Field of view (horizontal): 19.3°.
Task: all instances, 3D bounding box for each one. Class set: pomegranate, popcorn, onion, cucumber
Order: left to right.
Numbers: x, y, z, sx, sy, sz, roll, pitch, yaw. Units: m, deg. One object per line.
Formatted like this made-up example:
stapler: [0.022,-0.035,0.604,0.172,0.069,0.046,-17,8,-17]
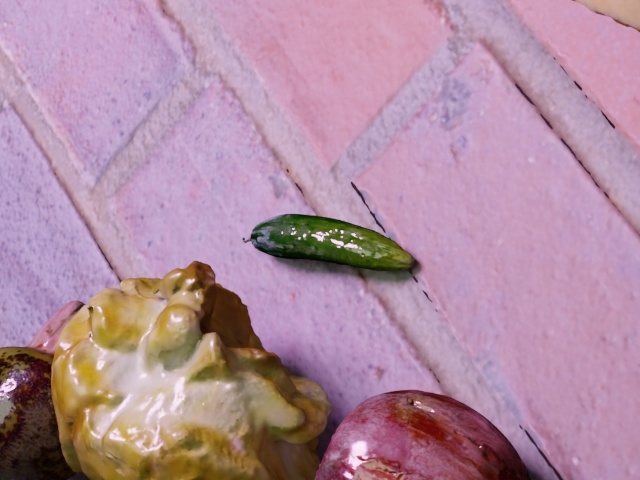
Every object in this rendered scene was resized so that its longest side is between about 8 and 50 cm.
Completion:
pomegranate: [-0.232,0.137,1.581,0.138,0.163,0.125,-2,117,53]
popcorn: [-0.098,0.128,1.409,0.184,0.204,0.221,-45,72,3]
cucumber: [0.000,0.000,1.466,0.168,0.039,0.039,9,85,38]
onion: [0.088,0.189,1.292,0.195,0.159,0.159,22,93,15]

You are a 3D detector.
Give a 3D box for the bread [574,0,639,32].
bread: [0.254,-0.308,1.162,0.236,0.165,0.375,41,119,49]
